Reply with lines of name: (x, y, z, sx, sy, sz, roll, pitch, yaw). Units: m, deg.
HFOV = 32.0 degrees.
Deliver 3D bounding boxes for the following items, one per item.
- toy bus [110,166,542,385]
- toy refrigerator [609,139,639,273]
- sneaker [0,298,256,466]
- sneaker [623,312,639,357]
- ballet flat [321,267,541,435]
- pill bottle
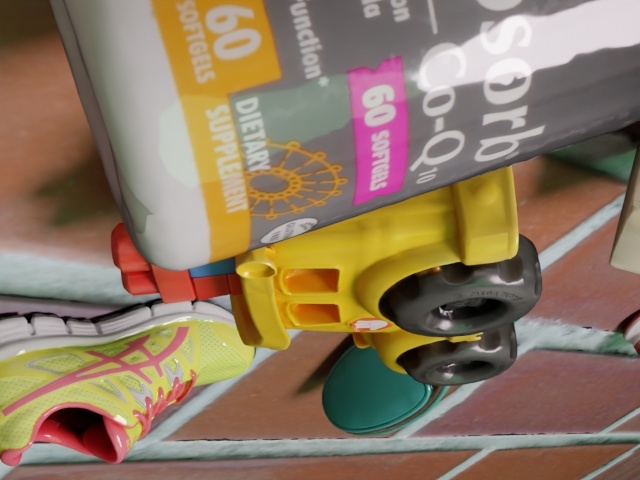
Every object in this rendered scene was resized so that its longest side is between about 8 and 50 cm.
toy bus: (0.000, 0.000, 0.608, 0.211, 0.150, 0.220, -10, 155, -1)
toy refrigerator: (0.339, -0.011, 0.729, 0.269, 0.102, 0.094, 16, 155, 11)
sneaker: (-0.128, 0.098, 0.714, 0.208, 0.094, 0.081, -6, 146, -35)
sneaker: (0.437, 0.102, 1.148, 0.221, 0.128, 0.087, -24, 153, -1)
ballet flat: (0.093, 0.079, 0.882, 0.087, 0.083, 0.247, -19, 158, -43)
pill bottle: (0.043, -0.103, 0.417, 0.278, 0.162, 0.162, -19, 153, -11)
